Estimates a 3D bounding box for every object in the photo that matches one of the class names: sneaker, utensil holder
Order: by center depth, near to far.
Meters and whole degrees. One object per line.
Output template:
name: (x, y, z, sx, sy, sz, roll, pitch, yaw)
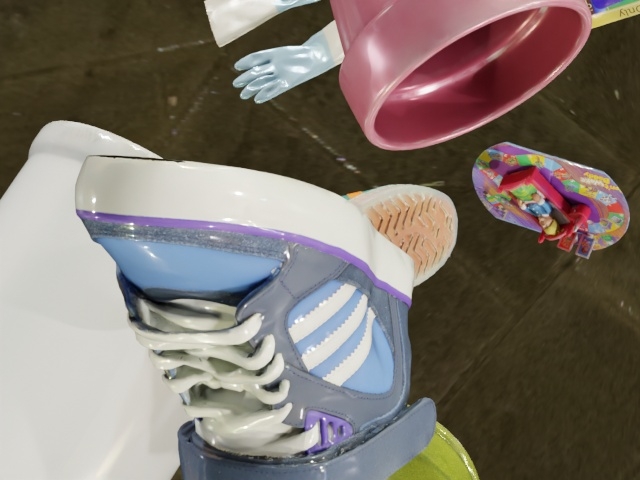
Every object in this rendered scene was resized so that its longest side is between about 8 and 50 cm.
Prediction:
sneaker: (-0.041, 0.097, 0.696, 0.130, 0.323, 0.236, 6, 80, 27)
sneaker: (0.000, 0.000, 1.159, 0.121, 0.302, 0.108, 16, 113, 48)
utensil holder: (-0.261, 0.123, 1.266, 0.327, 0.327, 0.385, 27, 73, 12)

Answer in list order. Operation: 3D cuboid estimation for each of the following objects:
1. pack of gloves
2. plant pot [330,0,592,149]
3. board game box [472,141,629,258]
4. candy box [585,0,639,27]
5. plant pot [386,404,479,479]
pack of gloves: (-0.022, -0.283, 1.572, 0.232, 0.046, 0.195, -24, 59, 10)
plant pot: (0.089, -0.200, 0.956, 0.201, 0.201, 0.180, -30, 71, 15)
board game box: (0.229, -0.033, 1.219, 0.169, 0.133, 0.033, 19, 59, 17)
candy box: (0.411, -0.464, 1.567, 0.268, 0.122, 0.317, -15, 123, 29)
plant pot: (0.017, 0.421, 1.361, 0.366, 0.353, 0.366, 1, 117, 2)
